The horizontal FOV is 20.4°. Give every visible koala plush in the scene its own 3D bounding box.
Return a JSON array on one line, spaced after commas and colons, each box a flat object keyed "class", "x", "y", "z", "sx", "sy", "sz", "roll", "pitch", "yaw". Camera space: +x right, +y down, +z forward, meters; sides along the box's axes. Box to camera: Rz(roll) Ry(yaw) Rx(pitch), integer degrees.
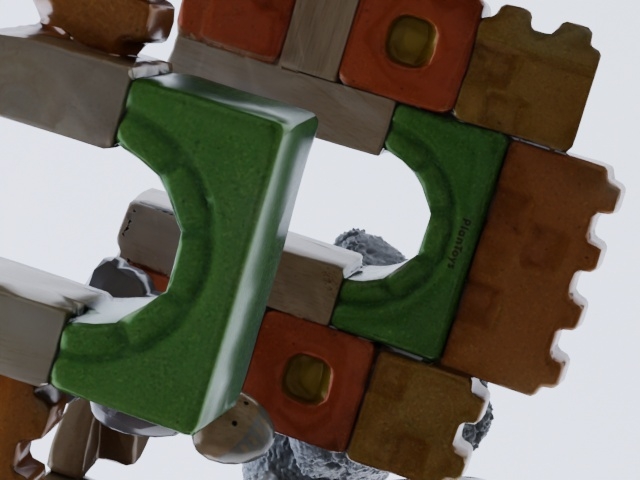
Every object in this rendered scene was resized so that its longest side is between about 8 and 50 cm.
[{"class": "koala plush", "x": 0.008, "y": 0.145, "z": 1.346, "sx": 0.203, "sy": 0.221, "sz": 0.196, "roll": 43, "pitch": -146, "yaw": 22}]

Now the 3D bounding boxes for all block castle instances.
[{"class": "block castle", "x": 0.000, "y": 0.000, "z": 0.678, "sx": 0.212, "sy": 0.303, "sz": 0.453, "roll": 18, "pitch": -81, "yaw": 8}]

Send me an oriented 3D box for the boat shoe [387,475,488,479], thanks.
[{"class": "boat shoe", "x": -0.011, "y": 0.203, "z": 1.100, "sx": 0.104, "sy": 0.285, "sz": 0.089, "roll": 3, "pitch": -104, "yaw": -41}]
